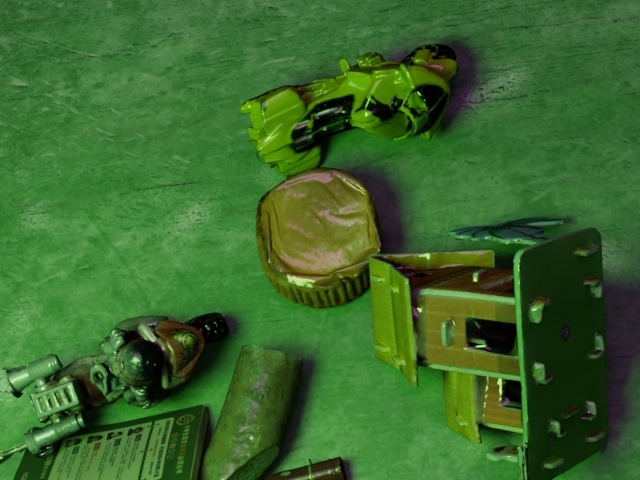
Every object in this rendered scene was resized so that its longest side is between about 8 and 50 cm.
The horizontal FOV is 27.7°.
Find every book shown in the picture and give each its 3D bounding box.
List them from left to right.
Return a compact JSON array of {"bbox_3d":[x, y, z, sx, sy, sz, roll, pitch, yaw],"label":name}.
[{"bbox_3d":[-0.290,0.307,1.765,0.264,0.027,0.202,-12,21,6],"label":"book"}]

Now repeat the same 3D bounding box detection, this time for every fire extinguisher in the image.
[{"bbox_3d":[-0.032,0.326,1.760,0.132,0.039,0.056,-15,28,4],"label":"fire extinguisher"}]

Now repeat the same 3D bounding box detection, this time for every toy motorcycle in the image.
[{"bbox_3d":[-0.320,0.200,1.805,0.401,0.207,0.134,-22,92,2],"label":"toy motorcycle"},{"bbox_3d":[0.058,-0.200,1.964,0.342,0.142,0.206,-20,22,2],"label":"toy motorcycle"}]

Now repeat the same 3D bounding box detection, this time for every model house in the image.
[{"bbox_3d":[0.237,0.123,1.769,0.323,0.340,0.300,5,103,40],"label":"model house"}]

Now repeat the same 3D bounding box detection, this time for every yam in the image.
[{"bbox_3d":[-0.100,0.266,1.770,0.106,0.106,0.259,9,64,16],"label":"yam"}]

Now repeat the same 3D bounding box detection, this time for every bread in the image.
[{"bbox_3d":[-0.001,0.000,1.891,0.199,0.104,0.199,-3,64,6],"label":"bread"}]
